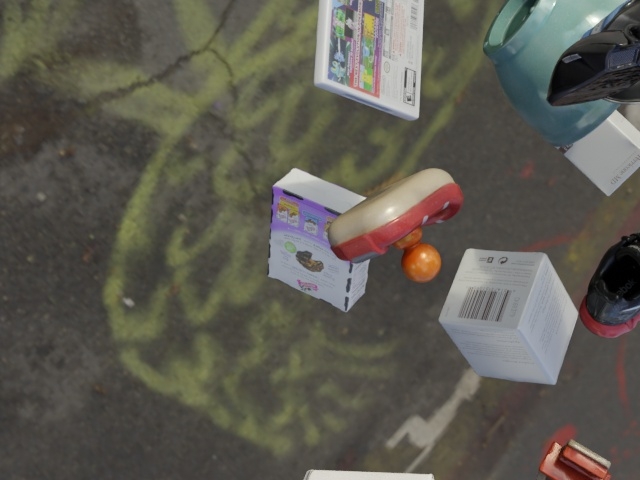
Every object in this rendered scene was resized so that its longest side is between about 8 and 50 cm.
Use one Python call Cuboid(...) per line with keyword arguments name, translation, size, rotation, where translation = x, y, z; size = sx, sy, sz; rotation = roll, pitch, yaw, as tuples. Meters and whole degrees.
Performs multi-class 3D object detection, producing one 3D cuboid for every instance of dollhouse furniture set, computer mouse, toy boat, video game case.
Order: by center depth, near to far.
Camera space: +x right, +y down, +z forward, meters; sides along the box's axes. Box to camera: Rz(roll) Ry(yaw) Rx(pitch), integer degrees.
Cuboid(name="computer mouse", translation=(0.354, -0.210, 1.225), size=(0.184, 0.060, 0.262), rotation=(-11, 174, -11))
Cuboid(name="video game case", translation=(0.069, -0.281, 1.556), size=(0.183, 0.023, 0.201), rotation=(14, 74, -41))
Cuboid(name="toy boat", translation=(0.130, -0.008, 1.710), size=(0.231, 0.151, 0.151), rotation=(-33, 98, -45))
Cuboid(name="dollhouse furniture set", translation=(0.330, 0.435, 1.724), size=(0.259, 0.262, 0.135), rotation=(-57, 169, -18))

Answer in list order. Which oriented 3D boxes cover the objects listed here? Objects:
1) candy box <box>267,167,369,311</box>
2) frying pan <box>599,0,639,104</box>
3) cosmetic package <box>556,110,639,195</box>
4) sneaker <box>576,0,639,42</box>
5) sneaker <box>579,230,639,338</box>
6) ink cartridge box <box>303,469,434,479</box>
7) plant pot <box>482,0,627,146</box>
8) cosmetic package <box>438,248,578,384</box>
Cuboid(name="candy box", translation=(0.000, 0.000, 1.927), size=(0.070, 0.165, 0.196), rotation=(-43, 149, -45))
Cuboid(name="frying pan", translation=(0.437, -0.214, 1.354), size=(0.197, 0.326, 0.053), rotation=(-37, 124, 0))
Cuboid(name="cosmetic package", translation=(0.514, -0.209, 2.204), size=(0.117, 0.231, 0.085), rotation=(-50, 173, 31))
Cuboid(name="sneaker", translation=(0.517, -0.312, 1.595), size=(0.330, 0.129, 0.147), rotation=(-27, 171, -13))
Cuboid(name="sneaker", translation=(0.506, 0.027, 1.749), size=(0.276, 0.098, 0.135), rotation=(-42, 153, -12))
Cuboid(name="ink cartridge box", translation=(0.068, 0.378, 1.363), size=(0.092, 0.159, 0.217), rotation=(-71, 154, -50))
Cuboid(name="plant pot", translation=(0.399, -0.331, 1.930), size=(0.196, 0.293, 0.293), rotation=(32, 97, -14))
Cuboid(name="cosmetic package", translation=(0.319, 0.128, 1.930), size=(0.183, 0.151, 0.151), rotation=(53, 52, -43))
